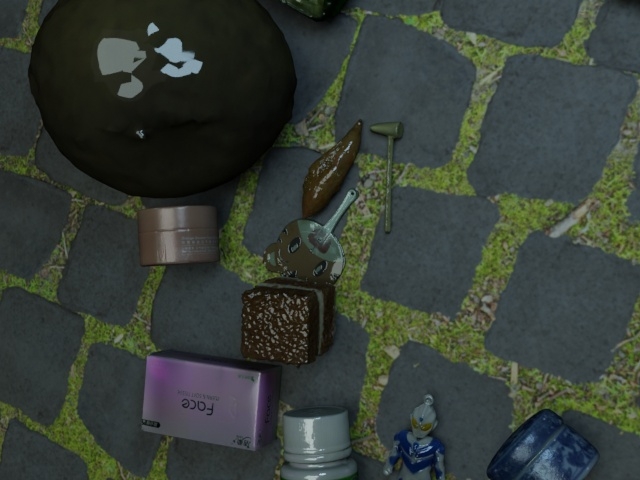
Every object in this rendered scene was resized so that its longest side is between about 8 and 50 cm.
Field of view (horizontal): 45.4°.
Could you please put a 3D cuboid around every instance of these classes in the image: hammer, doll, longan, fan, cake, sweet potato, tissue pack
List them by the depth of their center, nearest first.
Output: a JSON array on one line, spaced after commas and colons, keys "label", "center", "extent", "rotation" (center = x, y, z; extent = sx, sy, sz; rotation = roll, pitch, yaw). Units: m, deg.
[{"label": "doll", "center": [0.161, 0.370, 1.296], "extent": [0.114, 0.057, 0.227], "rotation": [7, 94, 26]}, {"label": "longan", "center": [-0.272, -0.267, 1.304], "extent": [0.436, 0.404, 0.404], "rotation": [1, 89, 20]}, {"label": "cake", "center": [-0.050, 0.137, 1.333], "extent": [0.135, 0.147, 0.134], "rotation": [5, 95, 22]}, {"label": "hammer", "center": [0.110, -0.110, 1.343], "extent": [0.060, 0.028, 0.195], "rotation": [3, 91, 28]}, {"label": "sweet potato", "center": [0.019, -0.127, 1.364], "extent": [0.068, 0.060, 0.206], "rotation": [35, 92, -13]}, {"label": "fan", "center": [0.000, 0.000, 1.394], "extent": [0.152, 0.008, 0.226], "rotation": [41, 105, 18]}, {"label": "tissue pack", "center": [-0.205, 0.290, 1.427], "extent": [0.246, 0.092, 0.148], "rotation": [3, 89, 23]}]

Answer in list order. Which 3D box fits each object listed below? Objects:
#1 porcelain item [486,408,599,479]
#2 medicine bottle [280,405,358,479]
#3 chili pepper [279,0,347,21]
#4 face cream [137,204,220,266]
[{"label": "porcelain item", "center": [0.337, 0.339, 1.174], "extent": [0.114, 0.147, 0.147], "rotation": [42, 104, 20]}, {"label": "medicine bottle", "center": [-0.001, 0.412, 1.317], "extent": [0.139, 0.139, 0.236], "rotation": [-4, 88, 22]}, {"label": "chili pepper", "center": [-0.041, -0.496, 1.377], "extent": [0.264, 0.116, 0.148], "rotation": [31, 112, 21]}, {"label": "face cream", "center": [-0.264, -0.007, 1.426], "extent": [0.149, 0.149, 0.104], "rotation": [-4, 88, 22]}]
